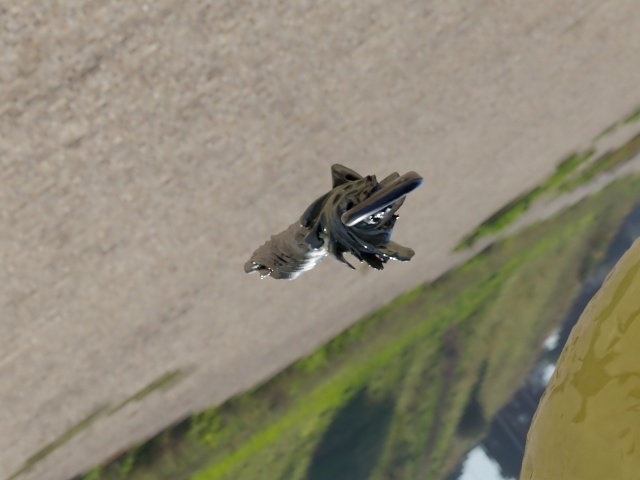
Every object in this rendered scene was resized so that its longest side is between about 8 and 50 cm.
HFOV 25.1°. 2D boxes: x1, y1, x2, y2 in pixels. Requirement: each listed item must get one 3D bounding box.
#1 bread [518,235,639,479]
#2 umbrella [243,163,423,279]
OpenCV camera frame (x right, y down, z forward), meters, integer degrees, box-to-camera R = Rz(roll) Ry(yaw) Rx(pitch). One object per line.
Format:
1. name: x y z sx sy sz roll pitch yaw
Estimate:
1. bread: 0.217 0.104 0.449 0.320 0.320 0.237 -39 131 21
2. umbrella: 0.005 -0.003 0.562 0.044 0.044 0.269 -32 -179 -12
